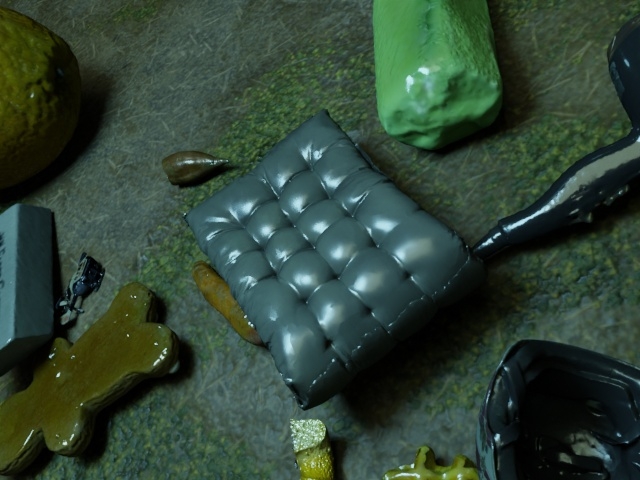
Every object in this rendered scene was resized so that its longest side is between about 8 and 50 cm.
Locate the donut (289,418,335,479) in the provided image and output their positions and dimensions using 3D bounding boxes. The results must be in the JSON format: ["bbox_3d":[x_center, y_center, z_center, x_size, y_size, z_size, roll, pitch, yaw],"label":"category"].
[{"bbox_3d":[-0.006,0.217,0.664,0.038,0.067,0.083,-12,19,5],"label":"donut"}]

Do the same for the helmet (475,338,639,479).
[{"bbox_3d":[0.187,0.171,0.535,0.153,0.107,0.177,16,56,-3],"label":"helmet"}]

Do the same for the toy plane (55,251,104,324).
[{"bbox_3d":[-0.348,0.066,0.998,0.049,0.031,0.120,-11,52,32],"label":"toy plane"}]

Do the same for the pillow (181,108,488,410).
[{"bbox_3d":[0.000,0.000,0.749,0.228,0.101,0.326,-37,41,-3],"label":"pillow"}]

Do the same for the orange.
[{"bbox_3d":[-0.581,-0.243,1.165,0.357,0.322,0.322,-13,54,17],"label":"orange"}]

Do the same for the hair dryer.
[{"bbox_3d":[0.277,-0.022,0.654,0.359,0.120,0.303,-35,62,20],"label":"hair dryer"}]

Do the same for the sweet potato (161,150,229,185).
[{"bbox_3d":[-0.179,-0.108,0.999,0.117,0.049,0.049,-5,58,29],"label":"sweet potato"}]

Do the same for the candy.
[{"bbox_3d":[0.139,-0.267,0.867,0.142,0.132,0.343,123,155,-51],"label":"candy"}]

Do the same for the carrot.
[{"bbox_3d":[-0.111,0.072,0.843,0.047,0.047,0.191,-51,42,-7],"label":"carrot"}]

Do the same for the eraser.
[{"bbox_3d":[-0.458,0.065,1.010,0.111,0.077,0.352,-37,42,10],"label":"eraser"}]

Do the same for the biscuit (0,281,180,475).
[{"bbox_3d":[-0.309,0.186,0.881,0.301,0.049,0.197,-40,38,1],"label":"biscuit"}]

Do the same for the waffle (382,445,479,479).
[{"bbox_3d":[0.095,0.303,0.552,0.245,0.052,0.254,-47,47,-5],"label":"waffle"}]
